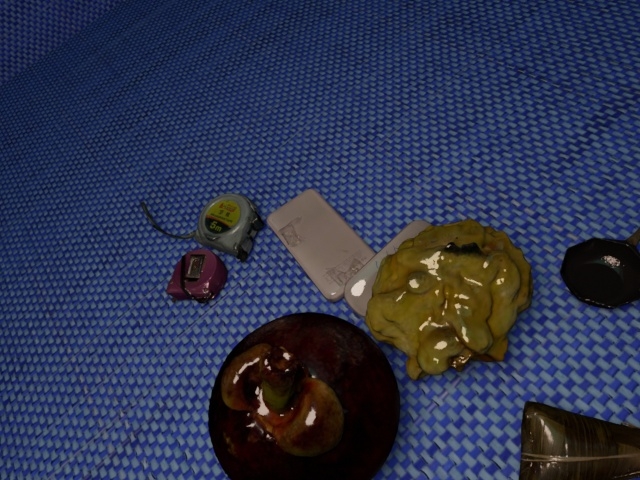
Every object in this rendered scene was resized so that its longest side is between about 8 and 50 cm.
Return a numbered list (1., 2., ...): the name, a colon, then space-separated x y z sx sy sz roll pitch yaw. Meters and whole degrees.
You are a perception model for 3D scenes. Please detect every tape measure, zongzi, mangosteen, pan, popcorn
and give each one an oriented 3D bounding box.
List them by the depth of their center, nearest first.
1. zongzi: 0.376 0.341 0.609 0.187 0.084 0.184 8 76 18
2. mangosteen: -0.023 0.257 0.661 0.297 0.293 0.297 0 92 -10
3. popcorn: 0.214 0.099 0.730 0.286 0.215 0.252 -23 87 6
4. pan: 0.524 0.047 0.752 0.201 0.048 0.128 -23 56 5
5. tape measure: -0.275 0.083 0.980 0.118 0.074 0.125 -2 61 16
6. tape measure: -0.290 -0.059 1.065 0.330 0.084 0.164 20 65 26

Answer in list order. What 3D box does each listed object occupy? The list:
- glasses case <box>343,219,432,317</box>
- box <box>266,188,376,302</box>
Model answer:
1. glasses case: 0.145 0.054 0.854 0.233 0.059 0.092 -41 88 -10
2. box: 0.000 0.000 0.960 0.142 0.044 0.285 -35 55 -8
